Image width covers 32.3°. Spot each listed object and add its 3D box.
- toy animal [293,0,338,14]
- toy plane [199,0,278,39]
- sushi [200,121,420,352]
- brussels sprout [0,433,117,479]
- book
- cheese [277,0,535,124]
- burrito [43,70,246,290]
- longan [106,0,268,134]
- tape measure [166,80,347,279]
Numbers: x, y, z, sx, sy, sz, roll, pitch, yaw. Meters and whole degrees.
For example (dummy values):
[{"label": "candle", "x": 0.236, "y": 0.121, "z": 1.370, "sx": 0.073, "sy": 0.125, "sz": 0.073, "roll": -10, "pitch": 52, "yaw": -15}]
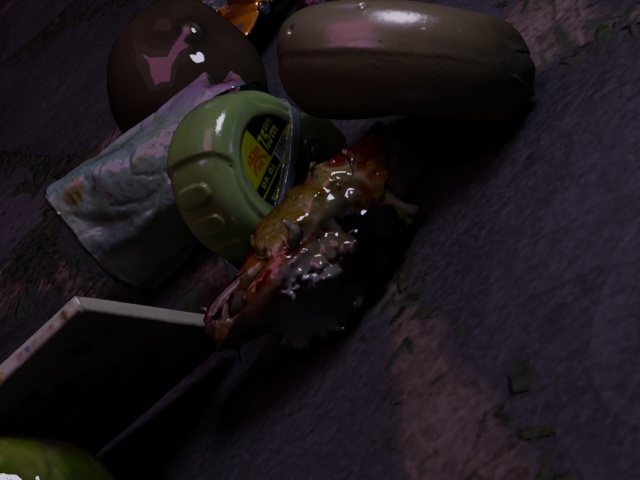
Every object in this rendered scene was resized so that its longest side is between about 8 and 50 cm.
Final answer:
[{"label": "toy animal", "x": 0.018, "y": -0.314, "z": 1.202, "sx": 0.218, "sy": 0.116, "sz": 0.179, "roll": 18, "pitch": 65, "yaw": 52}, {"label": "toy plane", "x": -0.148, "y": -0.280, "z": 1.408, "sx": 0.316, "sy": 0.103, "sz": 0.204, "roll": -14, "pitch": 39, "yaw": 55}, {"label": "sushi", "x": 0.003, "y": 0.002, "z": 0.838, "sx": 0.226, "sy": 0.103, "sz": 0.097, "roll": -54, "pitch": 0, "yaw": -14}, {"label": "brussels sprout", "x": -0.203, "y": 0.211, "z": 0.761, "sx": 0.144, "sy": 0.161, "sz": 0.181, "roll": -43, "pitch": 18, "yaw": 16}, {"label": "book", "x": -0.220, "y": 0.146, "z": 0.843, "sx": 0.295, "sy": 0.208, "sz": 0.020, "roll": -41, "pitch": 67, "yaw": 15}, {"label": "cheese", "x": 0.069, "y": -0.139, "z": 0.882, "sx": 0.202, "sy": 0.175, "sz": 0.091, "roll": 7, "pitch": 95, "yaw": 30}, {"label": "burrito", "x": -0.140, "y": -0.062, "z": 1.053, "sx": 0.229, "sy": 0.144, "sz": 0.089, "roll": -39, "pitch": 4, "yaw": 13}, {"label": "longan", "x": -0.143, "y": -0.165, "z": 1.169, "sx": 0.189, "sy": 0.189, "sz": 0.189, "roll": -32, "pitch": 31, "yaw": 22}, {"label": "tape measure", "x": -0.059, "y": -0.053, "z": 0.937, "sx": 0.087, "sy": 0.154, "sz": 0.178, "roll": -18, "pitch": 43, "yaw": 37}]
